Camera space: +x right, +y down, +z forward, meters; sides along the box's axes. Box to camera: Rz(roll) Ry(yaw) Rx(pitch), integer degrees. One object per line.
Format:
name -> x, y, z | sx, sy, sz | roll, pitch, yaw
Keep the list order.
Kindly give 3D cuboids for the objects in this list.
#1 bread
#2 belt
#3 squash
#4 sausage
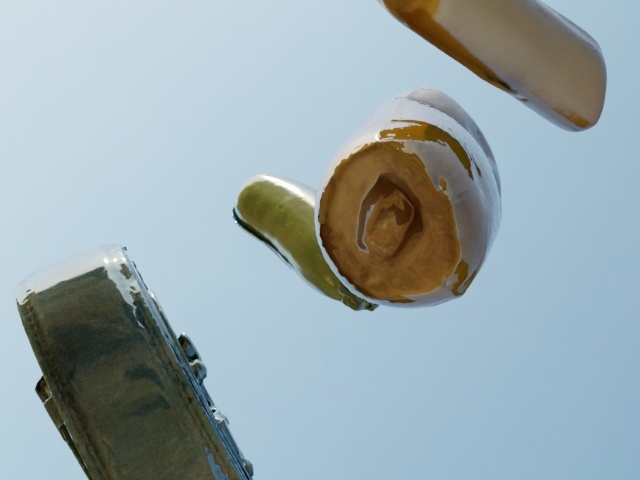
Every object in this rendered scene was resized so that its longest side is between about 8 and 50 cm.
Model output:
bread -> 0.133, -0.158, 1.013 | 0.074, 0.239, 0.092 | -52, -136, 15
belt -> -0.131, 0.118, 0.965 | 0.267, 0.116, 0.206 | 58, -8, 27
squash -> 0.000, 0.000, 1.465 | 0.341, 0.094, 0.094 | 37, -63, 56
sausage -> 0.076, -0.041, 1.009 | 0.134, 0.354, 0.116 | 46, -75, 0
